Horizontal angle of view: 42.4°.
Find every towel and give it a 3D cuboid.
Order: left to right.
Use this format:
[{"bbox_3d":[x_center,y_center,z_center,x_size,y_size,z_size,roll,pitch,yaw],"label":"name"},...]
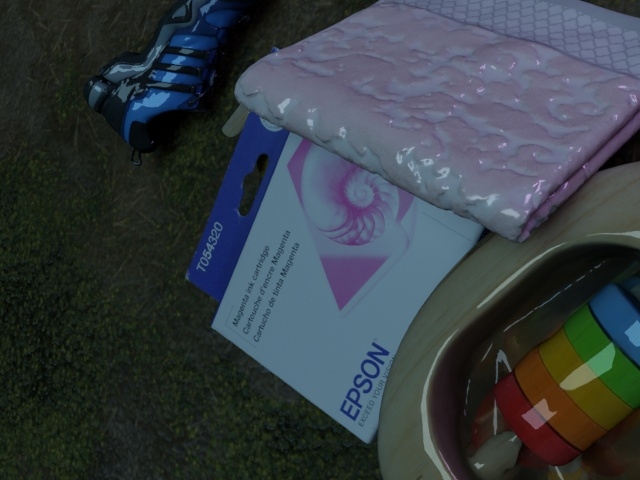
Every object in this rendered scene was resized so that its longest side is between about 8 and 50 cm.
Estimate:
[{"bbox_3d":[0.138,-0.159,0.788,0.332,0.317,0.053,30,145,34],"label":"towel"}]

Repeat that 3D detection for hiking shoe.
[{"bbox_3d":[-0.176,-0.243,1.130,0.304,0.113,0.132,-36,95,19],"label":"hiking shoe"}]

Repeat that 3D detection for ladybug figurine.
[{"bbox_3d":[0.249,0.118,0.729,0.449,0.162,0.305,-43,61,23],"label":"ladybug figurine"}]

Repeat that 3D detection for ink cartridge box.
[{"bbox_3d":[0.000,0.000,0.912,0.330,0.071,0.324,32,113,21],"label":"ink cartridge box"}]

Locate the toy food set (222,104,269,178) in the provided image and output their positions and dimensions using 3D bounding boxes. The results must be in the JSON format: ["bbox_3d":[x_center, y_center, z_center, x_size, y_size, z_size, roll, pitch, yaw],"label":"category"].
[{"bbox_3d":[-0.007,-0.110,0.994,0.218,0.071,0.128,47,116,25],"label":"toy food set"}]
